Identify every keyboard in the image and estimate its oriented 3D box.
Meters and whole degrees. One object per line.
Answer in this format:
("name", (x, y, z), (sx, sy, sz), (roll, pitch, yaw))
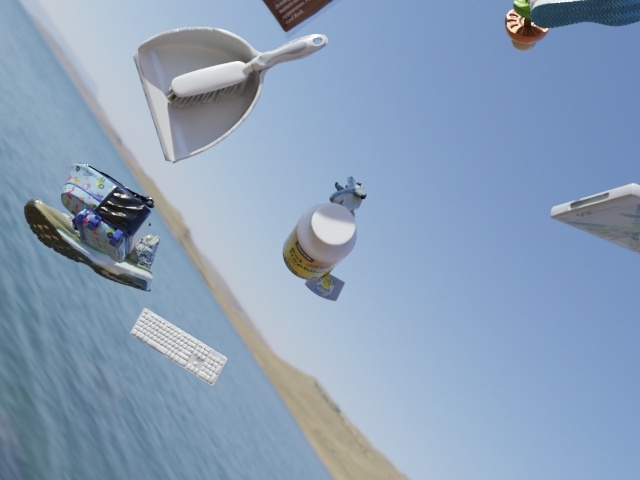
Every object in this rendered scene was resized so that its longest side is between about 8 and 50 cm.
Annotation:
("keyboard", (-0.336, 0.249, 1.830), (0.256, 0.072, 0.014), (27, -10, 21))

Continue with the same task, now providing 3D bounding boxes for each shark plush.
("shark plush", (0.060, -0.108, 1.619), (0.067, 0.161, 0.073), (24, -52, -4))

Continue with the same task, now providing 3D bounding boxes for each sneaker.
("sneaker", (0.497, -0.445, 1.405), (0.087, 0.229, 0.092), (78, 15, -61))
("sneaker", (-0.563, -0.026, 1.965), (0.158, 0.182, 0.410), (7, -22, 38))

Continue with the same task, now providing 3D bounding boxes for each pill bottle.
("pill bottle", (0.000, 0.000, 1.516), (0.117, 0.117, 0.215), (56, -21, 7))

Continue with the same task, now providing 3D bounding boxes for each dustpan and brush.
("dustpan and brush", (-0.093, -0.187, 0.869), (0.060, 0.211, 0.147), (115, -43, -80))

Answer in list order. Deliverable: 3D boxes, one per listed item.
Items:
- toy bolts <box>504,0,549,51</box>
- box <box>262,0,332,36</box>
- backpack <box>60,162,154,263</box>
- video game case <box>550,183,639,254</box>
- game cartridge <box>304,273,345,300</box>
("toy bolts", (0.450, -0.564, 1.782), (0.218, 0.228, 0.158), (28, -24, 18))
("box", (-0.029, -0.512, 1.536), (0.143, 0.191, 0.381), (55, 6, -10))
("backpack", (-0.410, -0.057, 1.445), (0.173, 0.117, 0.158), (35, -22, -4))
("video game case", (0.787, -0.039, 1.898), (0.329, 0.036, 0.300), (20, -14, -16))
("game cartridge", (0.009, 0.099, 1.728), (0.083, 0.056, 0.017), (29, -9, -16))
